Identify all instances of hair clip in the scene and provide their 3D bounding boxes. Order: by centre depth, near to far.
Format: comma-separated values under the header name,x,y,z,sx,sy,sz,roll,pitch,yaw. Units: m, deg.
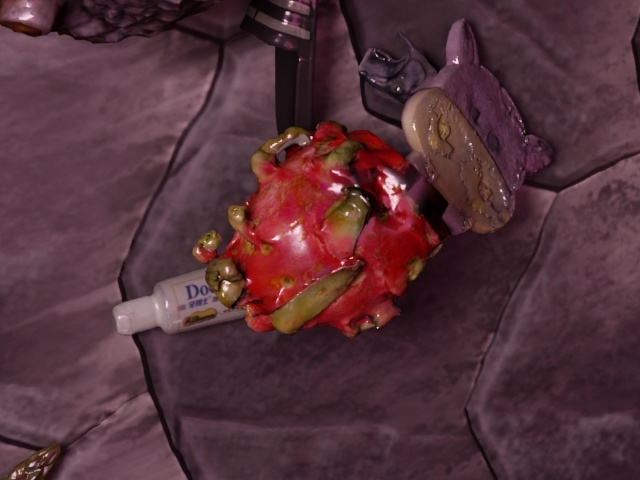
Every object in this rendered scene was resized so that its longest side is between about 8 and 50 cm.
name,x,y,z,sx,sy,sz,roll,pitch,yaw
hair clip,0.109,-0.090,1.329,0.187,0.056,0.146,46,53,-15

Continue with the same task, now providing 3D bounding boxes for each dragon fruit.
name,x,y,z,sx,sy,sz,roll,pitch,yaw
dragon fruit,0.000,0.000,1.234,0.160,0.166,0.172,44,89,12

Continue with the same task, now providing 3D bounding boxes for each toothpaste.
name,x,y,z,sx,sy,sz,roll,pitch,yaw
toothpaste,-0.046,0.035,1.319,0.255,0.037,0.067,-15,102,-22

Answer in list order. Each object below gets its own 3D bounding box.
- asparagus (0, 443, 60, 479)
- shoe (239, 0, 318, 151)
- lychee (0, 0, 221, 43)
name,x,y,z,sx,sy,sz,roll,pitch,yaw
asparagus,-0.300,0.229,1.265,0.236,0.027,0.034,-31,123,-13
shoe,-0.035,-0.154,1.264,0.049,0.071,0.179,-4,108,-18
lychee,-0.158,-0.266,1.063,0.300,0.300,0.300,-5,104,-21
